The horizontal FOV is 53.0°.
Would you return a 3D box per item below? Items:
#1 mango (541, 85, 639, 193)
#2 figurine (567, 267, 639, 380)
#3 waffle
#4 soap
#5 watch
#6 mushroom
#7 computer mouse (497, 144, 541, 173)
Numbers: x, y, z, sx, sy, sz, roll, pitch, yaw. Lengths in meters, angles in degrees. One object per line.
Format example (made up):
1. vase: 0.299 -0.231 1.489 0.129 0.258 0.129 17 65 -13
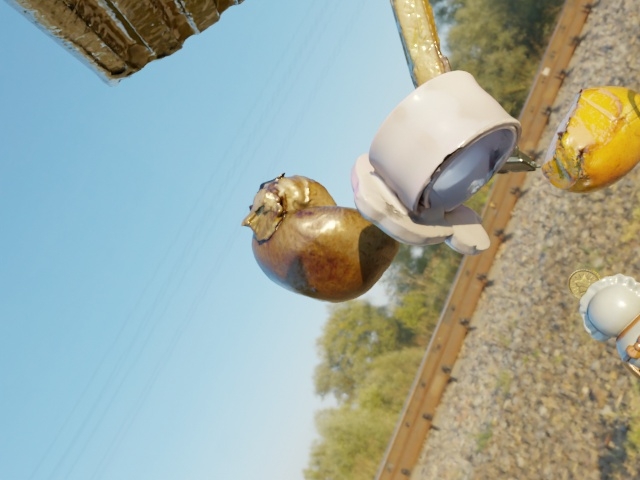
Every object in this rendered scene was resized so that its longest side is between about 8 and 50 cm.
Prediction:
1. mango: 0.475 -0.177 1.090 0.252 0.154 0.126 -40 -14 -27
2. figurine: 0.556 0.154 1.137 0.143 0.271 0.143 -51 -10 -13
3. waffle: 0.199 -0.393 1.275 0.348 0.078 0.304 -37 -68 -79
4. soap: -0.135 -0.212 0.447 0.173 0.089 0.274 -38 0 -2
5. watch: 0.180 -0.105 0.886 0.248 0.210 0.217 -8 -36 -48
6. mushroom: -0.011 0.006 1.172 0.195 0.283 0.263 -58 12 -18
7. computer mouse: 0.299 -0.165 1.213 0.071 0.231 0.126 -67 -20 7
